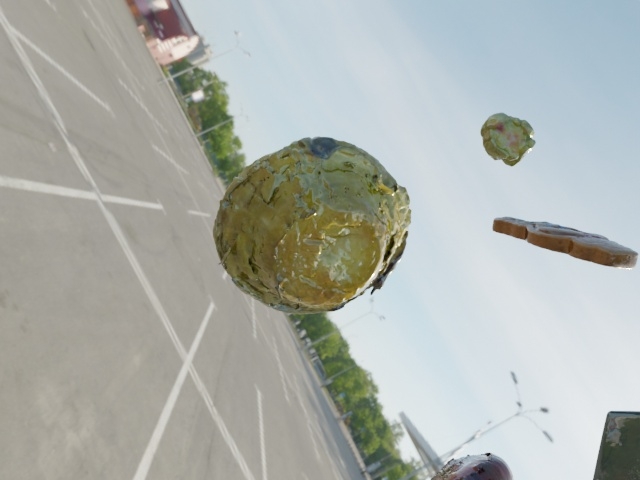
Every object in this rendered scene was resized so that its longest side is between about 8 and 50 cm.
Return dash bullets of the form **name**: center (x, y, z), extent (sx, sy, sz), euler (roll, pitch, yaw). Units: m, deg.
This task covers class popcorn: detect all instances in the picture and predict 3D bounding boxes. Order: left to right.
- **popcorn**: center (0.379, -0.209, 1.124), extent (0.109, 0.097, 0.089), euler (42, -10, 9)

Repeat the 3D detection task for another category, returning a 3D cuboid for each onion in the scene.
- **onion**: center (0.307, 0.561, 1.190), extent (0.248, 0.248, 0.161), euler (143, -78, -84)

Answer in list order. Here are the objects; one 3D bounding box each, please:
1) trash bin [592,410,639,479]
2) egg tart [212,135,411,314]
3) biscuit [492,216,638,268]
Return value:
- **trash bin**: center (0.554, 0.345, 0.820), extent (0.236, 0.176, 0.101), euler (-14, -58, 46)
- **egg tart**: center (0.000, 0.000, 0.766), extent (0.294, 0.295, 0.116), euler (66, -4, -29)
- **biscuit**: center (0.516, -0.006, 1.159), extent (0.334, 0.202, 0.047), euler (-138, -124, -69)
